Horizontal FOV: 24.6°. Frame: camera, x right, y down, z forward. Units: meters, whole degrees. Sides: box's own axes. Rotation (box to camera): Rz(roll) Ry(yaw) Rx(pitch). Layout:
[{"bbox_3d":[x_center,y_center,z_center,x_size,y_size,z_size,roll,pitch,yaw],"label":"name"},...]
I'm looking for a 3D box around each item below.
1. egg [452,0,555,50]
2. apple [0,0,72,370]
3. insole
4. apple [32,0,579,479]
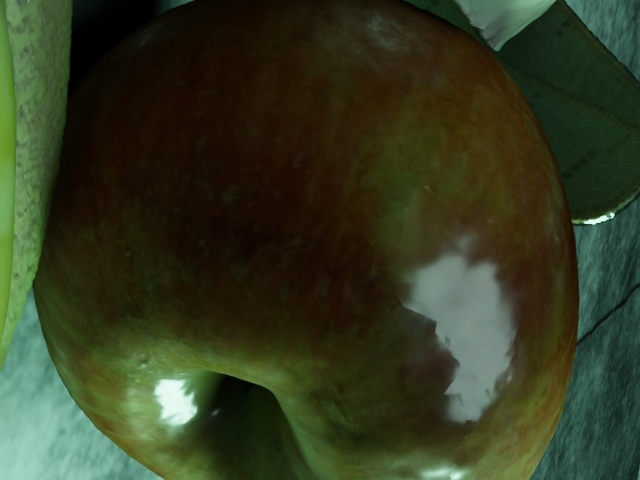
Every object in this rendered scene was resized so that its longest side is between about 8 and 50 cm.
[{"bbox_3d":[0.090,-0.276,0.763,0.337,0.201,0.337,53,19,-27],"label":"egg"},{"bbox_3d":[-0.171,-0.044,0.591,0.193,0.120,0.265,-50,151,-67],"label":"apple"},{"bbox_3d":[0.098,-0.131,0.900,0.119,0.348,0.009,-45,136,13],"label":"insole"},{"bbox_3d":[0.000,0.000,0.774,0.301,0.301,0.301,-41,138,-52],"label":"apple"}]
